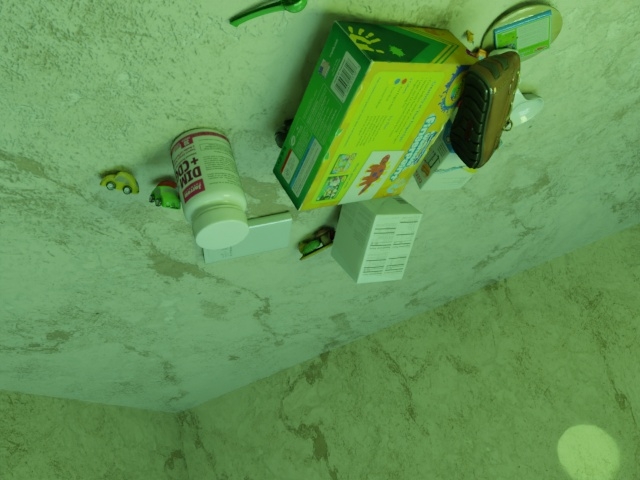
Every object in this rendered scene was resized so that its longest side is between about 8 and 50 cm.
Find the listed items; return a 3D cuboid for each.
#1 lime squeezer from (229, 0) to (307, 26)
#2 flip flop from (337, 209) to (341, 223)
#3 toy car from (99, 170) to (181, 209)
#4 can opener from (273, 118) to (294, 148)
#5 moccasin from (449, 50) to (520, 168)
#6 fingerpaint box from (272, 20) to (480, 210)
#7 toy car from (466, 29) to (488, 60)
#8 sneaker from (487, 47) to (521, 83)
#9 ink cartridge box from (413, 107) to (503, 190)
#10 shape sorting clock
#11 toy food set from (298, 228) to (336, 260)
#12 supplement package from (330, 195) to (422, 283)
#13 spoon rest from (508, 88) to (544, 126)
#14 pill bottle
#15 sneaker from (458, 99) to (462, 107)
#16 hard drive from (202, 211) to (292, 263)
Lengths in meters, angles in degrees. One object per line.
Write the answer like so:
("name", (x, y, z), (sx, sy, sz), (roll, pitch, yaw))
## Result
("lime squeezer", (-0.054, -0.523, 1.099), (0.110, 0.059, 0.310), (32, 132, -20))
("flip flop", (0.147, -0.045, 2.086), (0.277, 0.080, 0.112), (28, 97, -46))
("toy car", (-0.427, -0.129, 1.457), (0.239, 0.225, 0.053), (8, 101, -42))
("can opener", (0.007, -0.302, 1.511), (0.280, 0.093, 0.074), (-19, 153, -12))
("moccasin", (0.413, -0.314, 1.388), (0.147, 0.139, 0.380), (-31, 149, -11))
("fingerpaint box", (0.130, -0.301, 1.392), (0.371, 0.163, 0.445), (-12, 146, -35))
("toy car", (0.392, -0.489, 1.454), (0.060, 0.041, 0.122), (-14, 153, 39))
("sneaker", (0.497, -0.404, 1.492), (0.094, 0.080, 0.212), (-17, 122, -24))
("ink cartridge box", (0.392, -0.286, 1.697), (0.168, 0.171, 0.233), (-4, 149, -27))
("shape sorting clock", (0.524, -0.535, 1.457), (0.206, 0.040, 0.206), (-7, 152, -4))
("toy food set", (0.000, 0.000, 2.108), (0.217, 0.071, 0.128), (-26, -177, 24))
("supplement package", (0.187, -0.019, 1.930), (0.198, 0.199, 0.263), (-3, 121, -29))
("spoon rest", (0.595, -0.416, 1.684), (0.137, 0.084, 0.276), (-32, 150, 24))
("pill bottle", (-0.279, -0.130, 1.417), (0.160, 0.283, 0.160), (-16, 153, -8))
("sneaker", (0.392, -0.415, 1.568), (0.279, 0.107, 0.118), (12, 158, -42))
("hard drive", (-0.258, -0.006, 1.941), (0.307, 0.040, 0.203), (-12, 153, -15))
